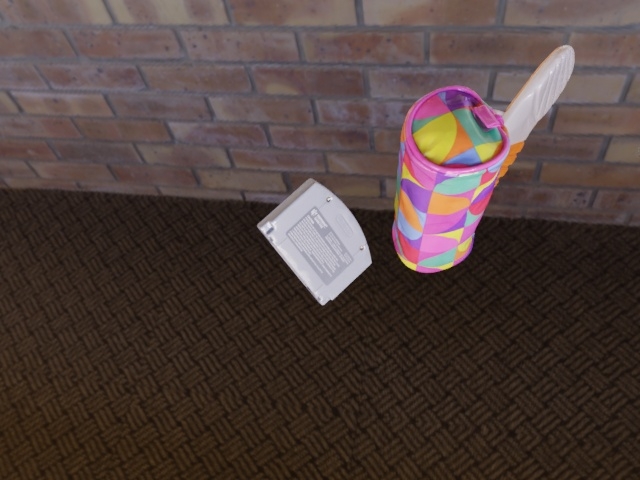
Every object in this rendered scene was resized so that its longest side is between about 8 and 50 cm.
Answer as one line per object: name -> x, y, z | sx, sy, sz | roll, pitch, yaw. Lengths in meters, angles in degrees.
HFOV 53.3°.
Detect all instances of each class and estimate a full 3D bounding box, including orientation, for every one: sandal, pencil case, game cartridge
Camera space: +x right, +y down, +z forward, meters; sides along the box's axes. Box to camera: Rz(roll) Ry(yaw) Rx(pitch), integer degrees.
sandal -> 0.239, -0.158, 0.871 | 0.076, 0.102, 0.265 | 40, 94, 32
pencil case -> 0.126, -0.051, 0.652 | 0.104, 0.236, 0.105 | -1, 67, 3
game cartridge -> 0.000, 0.000, 0.433 | 0.056, 0.083, 0.017 | -40, 36, -6

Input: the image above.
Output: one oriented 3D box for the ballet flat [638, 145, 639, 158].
ballet flat -> 0.505, -0.123, 0.794 | 0.072, 0.068, 0.213 | -28, 10, -40
